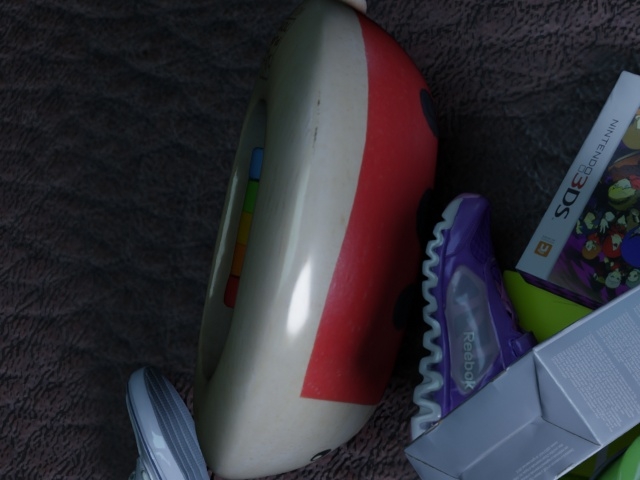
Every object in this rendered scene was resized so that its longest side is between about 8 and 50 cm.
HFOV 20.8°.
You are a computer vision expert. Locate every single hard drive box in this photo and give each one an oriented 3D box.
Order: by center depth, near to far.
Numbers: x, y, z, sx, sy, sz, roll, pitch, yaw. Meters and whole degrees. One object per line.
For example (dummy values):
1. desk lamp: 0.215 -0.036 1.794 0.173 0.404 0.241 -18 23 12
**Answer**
1. hard drive box: 0.206 0.118 1.357 0.089 0.232 0.181 56 136 10

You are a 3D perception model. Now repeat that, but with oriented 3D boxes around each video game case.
1. video game case: 0.315 -0.019 1.487 0.232 0.042 0.210 24 79 31

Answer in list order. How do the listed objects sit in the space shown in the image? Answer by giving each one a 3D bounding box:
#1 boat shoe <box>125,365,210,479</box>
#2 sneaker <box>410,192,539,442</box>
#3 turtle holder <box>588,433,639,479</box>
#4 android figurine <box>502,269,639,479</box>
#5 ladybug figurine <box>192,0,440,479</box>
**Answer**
1. boat shoe: -0.152 0.236 1.689 0.076 0.083 0.226 -28 74 18
2. sneaker: 0.143 0.078 1.513 0.104 0.095 0.236 4 93 22
3. turtle holder: 0.285 0.276 1.363 0.243 0.320 0.227 55 137 14
4. android figurine: 0.234 0.122 1.539 0.273 0.056 0.248 8 87 26
5. ladybug figurine: 0.000 0.000 1.558 0.162 0.305 0.449 11 96 -10
